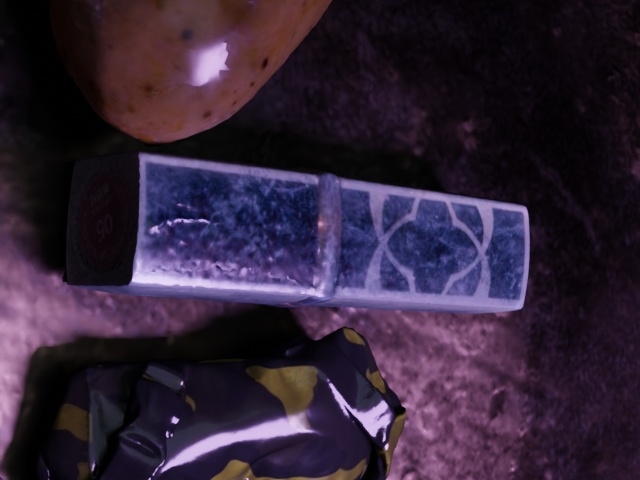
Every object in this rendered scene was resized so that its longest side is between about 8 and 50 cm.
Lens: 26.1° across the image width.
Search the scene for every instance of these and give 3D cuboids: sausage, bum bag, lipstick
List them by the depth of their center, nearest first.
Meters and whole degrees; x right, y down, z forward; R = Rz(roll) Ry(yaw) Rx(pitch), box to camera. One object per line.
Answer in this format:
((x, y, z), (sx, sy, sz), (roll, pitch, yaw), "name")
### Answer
((-0.046, 0.107, 0.753), (0.232, 0.060, 0.107), (-9, 104, -36), "bum bag")
((0.005, -0.266, 0.760), (0.136, 0.123, 0.501), (27, 71, -5), "sausage")
((0.000, 0.000, 0.781), (0.289, 0.076, 0.077), (5, 85, -41), "lipstick")

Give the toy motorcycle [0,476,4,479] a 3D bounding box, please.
((-0.224, 0.176, 0.516), (0.275, 0.205, 0.127), (-32, 115, -21), "toy motorcycle")
